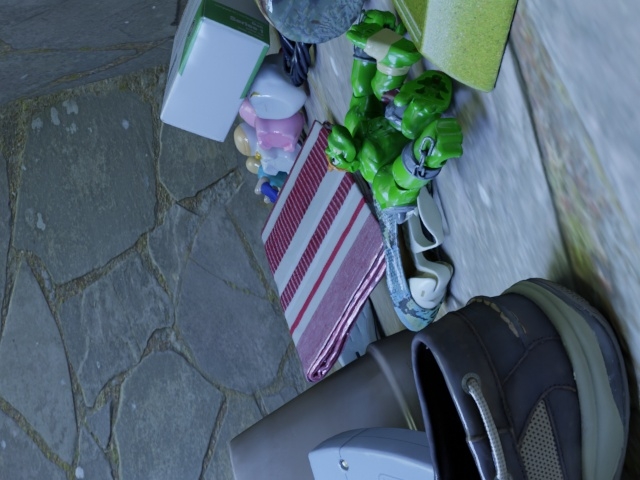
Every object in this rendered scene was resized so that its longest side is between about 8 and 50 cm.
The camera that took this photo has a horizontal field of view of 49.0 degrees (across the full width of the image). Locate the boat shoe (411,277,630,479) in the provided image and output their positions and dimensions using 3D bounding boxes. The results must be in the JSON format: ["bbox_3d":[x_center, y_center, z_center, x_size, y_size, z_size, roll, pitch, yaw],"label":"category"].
[{"bbox_3d":[0.117,0.205,0.456,0.132,0.130,0.355,-179,82,-76],"label":"boat shoe"}]

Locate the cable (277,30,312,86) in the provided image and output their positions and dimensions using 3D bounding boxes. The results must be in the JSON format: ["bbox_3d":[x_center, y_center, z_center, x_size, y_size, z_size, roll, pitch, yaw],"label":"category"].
[{"bbox_3d":[-0.039,-0.319,1.051,0.150,0.047,0.184,-128,24,-58],"label":"cable"}]

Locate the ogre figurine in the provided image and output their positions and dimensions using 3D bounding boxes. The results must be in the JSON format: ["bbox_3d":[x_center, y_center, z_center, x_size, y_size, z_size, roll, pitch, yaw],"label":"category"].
[{"bbox_3d":[0.060,-0.099,0.589,0.197,0.096,0.118,50,142,34],"label":"ogre figurine"}]

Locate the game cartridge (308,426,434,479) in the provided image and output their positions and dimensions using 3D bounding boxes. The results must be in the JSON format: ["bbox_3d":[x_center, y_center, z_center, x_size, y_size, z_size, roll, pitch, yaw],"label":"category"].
[{"bbox_3d":[0.114,0.280,0.661,0.297,0.062,0.198,-3,102,50],"label":"game cartridge"}]

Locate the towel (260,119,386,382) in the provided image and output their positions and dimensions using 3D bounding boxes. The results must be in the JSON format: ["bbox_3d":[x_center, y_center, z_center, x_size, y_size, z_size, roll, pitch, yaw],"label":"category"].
[{"bbox_3d":[0.000,0.000,0.980,0.237,0.037,0.329,-61,30,26],"label":"towel"}]

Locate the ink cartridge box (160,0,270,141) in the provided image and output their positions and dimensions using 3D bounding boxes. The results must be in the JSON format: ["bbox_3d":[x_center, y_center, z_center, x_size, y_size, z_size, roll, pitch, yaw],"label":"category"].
[{"bbox_3d":[-0.175,-0.338,1.188,0.201,0.117,0.278,-56,26,37],"label":"ink cartridge box"}]

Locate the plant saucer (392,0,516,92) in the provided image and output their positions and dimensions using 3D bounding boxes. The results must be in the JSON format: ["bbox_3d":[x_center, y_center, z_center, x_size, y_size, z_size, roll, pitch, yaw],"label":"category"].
[{"bbox_3d":[0.065,-0.214,0.444,0.188,0.045,0.188,86,166,-61],"label":"plant saucer"}]

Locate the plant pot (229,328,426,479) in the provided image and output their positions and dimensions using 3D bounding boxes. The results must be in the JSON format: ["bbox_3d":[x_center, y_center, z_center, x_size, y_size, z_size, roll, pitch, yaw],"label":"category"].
[{"bbox_3d":[0.040,0.309,0.917,0.323,0.280,0.323,164,90,-82],"label":"plant pot"}]

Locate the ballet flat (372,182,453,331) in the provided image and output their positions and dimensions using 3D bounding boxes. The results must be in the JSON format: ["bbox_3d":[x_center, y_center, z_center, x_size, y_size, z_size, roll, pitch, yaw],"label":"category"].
[{"bbox_3d":[0.096,0.013,0.689,0.070,0.070,0.188,-124,15,-67],"label":"ballet flat"}]

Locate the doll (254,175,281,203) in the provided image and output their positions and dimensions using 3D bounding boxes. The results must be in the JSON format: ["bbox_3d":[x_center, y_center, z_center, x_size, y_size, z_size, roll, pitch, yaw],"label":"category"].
[{"bbox_3d":[-0.047,-0.066,1.343,0.189,0.046,0.129,29,171,36],"label":"doll"}]

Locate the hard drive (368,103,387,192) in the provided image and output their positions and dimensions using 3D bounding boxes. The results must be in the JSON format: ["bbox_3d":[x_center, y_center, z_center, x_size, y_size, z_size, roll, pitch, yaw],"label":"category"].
[{"bbox_3d":[0.073,-0.085,0.777,0.135,0.022,0.094,86,165,-62],"label":"hard drive"}]

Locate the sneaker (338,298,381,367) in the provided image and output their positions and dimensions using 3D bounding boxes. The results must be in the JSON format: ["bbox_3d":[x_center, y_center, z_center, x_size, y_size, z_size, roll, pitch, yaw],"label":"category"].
[{"bbox_3d":[0.062,0.178,1.194,0.091,0.094,0.258,61,-169,-50],"label":"sneaker"}]

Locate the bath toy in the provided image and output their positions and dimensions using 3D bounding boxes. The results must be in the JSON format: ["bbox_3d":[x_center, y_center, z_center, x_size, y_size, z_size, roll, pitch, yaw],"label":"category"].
[{"bbox_3d":[-0.090,-0.229,1.312,0.348,0.151,0.129,99,-179,-67],"label":"bath toy"}]

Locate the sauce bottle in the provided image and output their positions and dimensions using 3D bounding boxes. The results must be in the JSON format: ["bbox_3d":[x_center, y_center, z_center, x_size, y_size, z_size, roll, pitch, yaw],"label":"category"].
[{"bbox_3d":[-0.047,-0.332,0.795,0.344,0.111,0.111,-113,10,-51],"label":"sauce bottle"}]
